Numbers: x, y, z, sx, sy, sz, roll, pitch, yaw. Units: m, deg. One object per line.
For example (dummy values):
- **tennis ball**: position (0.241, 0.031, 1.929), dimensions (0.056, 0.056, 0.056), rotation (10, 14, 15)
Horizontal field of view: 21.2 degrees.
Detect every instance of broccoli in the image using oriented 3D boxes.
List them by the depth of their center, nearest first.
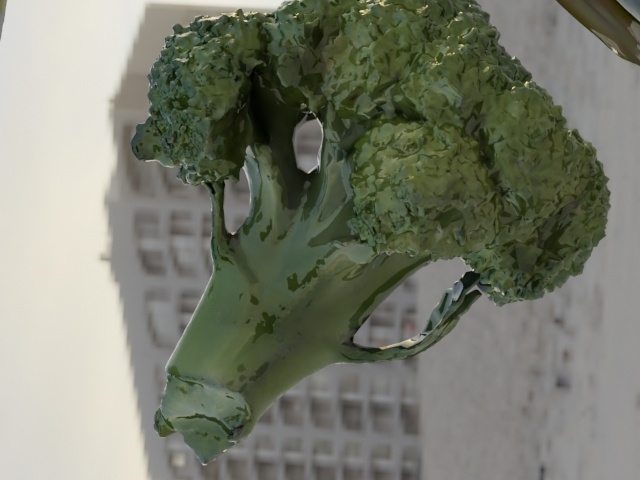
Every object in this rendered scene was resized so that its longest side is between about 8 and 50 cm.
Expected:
- **broccoli**: position (0.010, -0.026, 0.997), dimensions (0.254, 0.302, 0.186), rotation (62, 164, -21)

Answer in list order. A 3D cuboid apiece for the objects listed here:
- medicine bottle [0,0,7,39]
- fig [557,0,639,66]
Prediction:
- **medicine bottle**: position (-0.273, -0.259, 1.167), dimensions (0.143, 0.143, 0.258), rotation (69, -155, -75)
- **fig**: position (0.144, -0.088, 0.414), dimensions (0.275, 0.206, 0.206), rotation (70, -157, -51)
